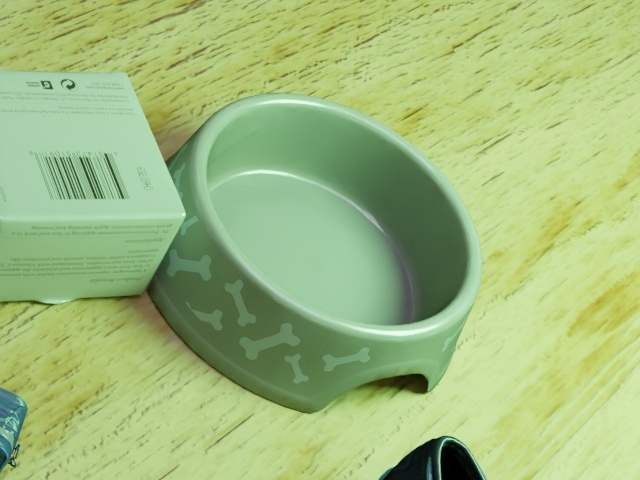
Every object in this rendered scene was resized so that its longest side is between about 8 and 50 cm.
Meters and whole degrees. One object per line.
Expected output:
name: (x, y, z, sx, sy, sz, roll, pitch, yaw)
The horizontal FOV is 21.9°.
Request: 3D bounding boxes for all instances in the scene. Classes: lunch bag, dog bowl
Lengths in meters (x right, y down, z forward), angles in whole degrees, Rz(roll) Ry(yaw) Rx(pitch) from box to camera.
lunch bag: (-0.278, 0.149, 1.285, 0.098, 0.067, 0.065, 27, 41, -9)
dog bowl: (0.000, 0.000, 1.587, 0.348, 0.102, 0.349, 18, 42, -17)

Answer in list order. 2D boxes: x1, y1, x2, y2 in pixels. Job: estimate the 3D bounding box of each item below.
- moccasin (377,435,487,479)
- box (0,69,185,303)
moccasin: (0.138, 0.316, 1.353, 0.137, 0.117, 0.342, -9, 56, -38)
box: (-0.242, -0.050, 1.463, 0.181, 0.119, 0.182, -1, 51, -34)
